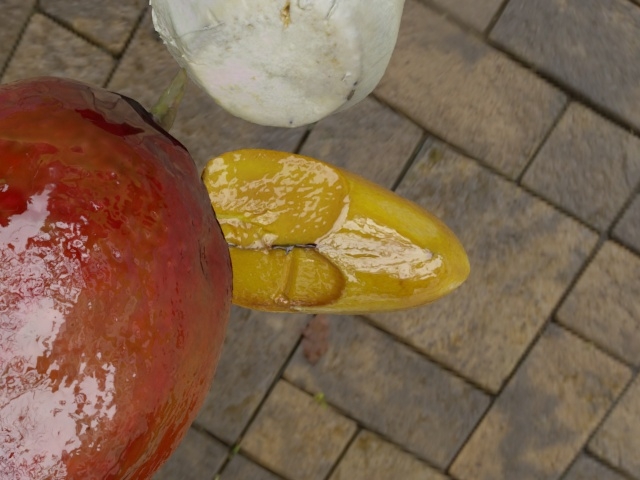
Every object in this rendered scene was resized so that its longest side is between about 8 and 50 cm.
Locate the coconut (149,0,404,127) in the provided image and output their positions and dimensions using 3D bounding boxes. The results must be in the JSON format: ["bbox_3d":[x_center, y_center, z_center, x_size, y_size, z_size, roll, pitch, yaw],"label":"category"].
[{"bbox_3d":[-0.033,-0.232,1.105,0.227,0.230,0.227,3,142,2],"label":"coconut"}]

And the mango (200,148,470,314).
[{"bbox_3d":[0.000,0.000,1.042,0.252,0.154,0.126,9,65,12],"label":"mango"}]

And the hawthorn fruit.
[{"bbox_3d":[-0.124,0.021,0.568,0.189,0.189,0.251,41,69,-1],"label":"hawthorn fruit"}]
